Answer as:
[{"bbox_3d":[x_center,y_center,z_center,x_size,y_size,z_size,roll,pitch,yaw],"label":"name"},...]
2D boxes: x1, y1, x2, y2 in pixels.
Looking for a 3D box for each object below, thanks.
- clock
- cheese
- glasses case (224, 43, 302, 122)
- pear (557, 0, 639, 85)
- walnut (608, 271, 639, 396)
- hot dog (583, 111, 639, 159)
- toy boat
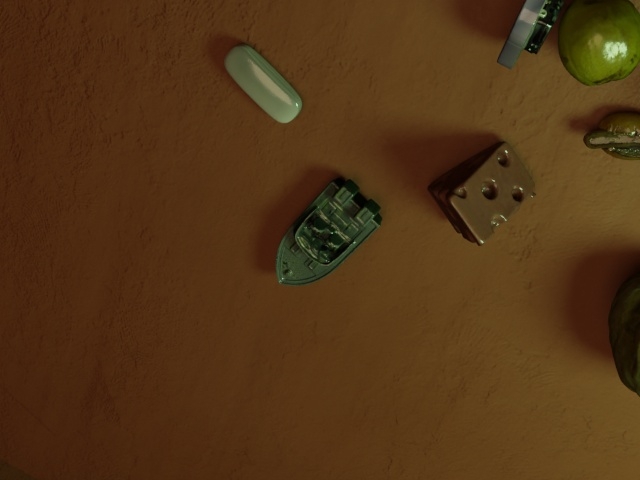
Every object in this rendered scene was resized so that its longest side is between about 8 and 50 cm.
[{"bbox_3d":[0.384,-0.397,1.655,0.064,0.172,0.198,28,161,6],"label":"clock"},{"bbox_3d":[0.296,-0.076,1.866,0.128,0.203,0.177,51,151,-11],"label":"cheese"},{"bbox_3d":[-0.120,-0.328,1.959,0.193,0.049,0.074,45,123,-3],"label":"glasses case"},{"bbox_3d":[0.493,-0.351,1.641,0.148,0.149,0.162,-7,110,25],"label":"pear"},{"bbox_3d":[0.670,0.188,1.796,0.227,0.283,0.283,22,127,45],"label":"walnut"},{"bbox_3d":[0.566,-0.195,1.743,0.140,0.060,0.090,15,116,18],"label":"hot dog"},{"bbox_3d":[0.000,0.000,2.055,0.141,0.092,0.319,43,124,-1],"label":"toy boat"}]
